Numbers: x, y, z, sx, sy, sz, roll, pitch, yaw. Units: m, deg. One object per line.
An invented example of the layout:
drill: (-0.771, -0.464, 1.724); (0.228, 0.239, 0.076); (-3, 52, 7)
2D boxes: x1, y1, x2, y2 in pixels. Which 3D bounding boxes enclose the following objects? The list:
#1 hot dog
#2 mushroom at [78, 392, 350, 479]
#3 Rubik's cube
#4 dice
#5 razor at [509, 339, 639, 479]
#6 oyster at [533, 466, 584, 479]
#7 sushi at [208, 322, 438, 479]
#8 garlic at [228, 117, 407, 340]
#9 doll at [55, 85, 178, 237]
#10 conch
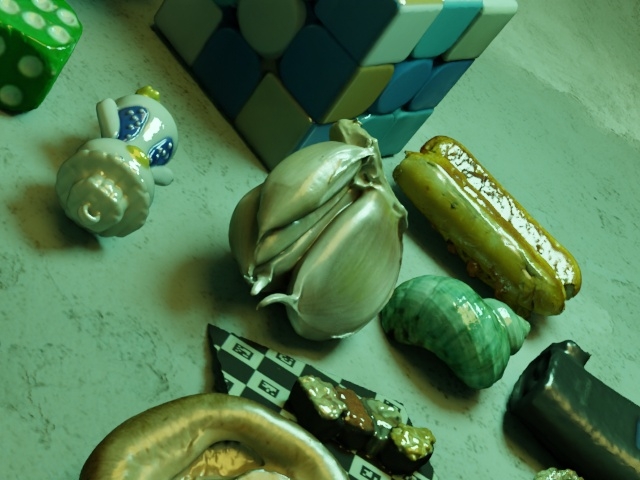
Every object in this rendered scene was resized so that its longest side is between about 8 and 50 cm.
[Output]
hot dog: (0.252, -0.014, 1.936); (0.349, 0.117, 0.158); (46, 36, 7)
mushroom: (-0.095, 0.274, 1.190); (0.278, 0.146, 0.278); (10, 58, -17)
Rubik's cube: (0.021, -0.347, 1.906); (0.344, 0.347, 0.347); (-13, 58, -51)
dice: (-0.385, -0.249, 1.582); (0.128, 0.120, 0.131); (31, 34, -13)
razor: (0.416, 0.284, 1.731); (0.327, 0.107, 0.189); (36, 32, -2)
oyster: (0.323, 0.331, 1.645); (0.081, 0.038, 0.083); (52, 33, 16)
sushi: (0.023, 0.194, 1.442); (0.290, 0.050, 0.264); (23, 20, -23)
garlic: (0.000, 0.000, 1.568); (0.210, 0.237, 0.292); (35, 67, 12)
doll: (-0.242, -0.101, 1.542); (0.138, 0.119, 0.293); (55, 26, -21)
conch: (0.190, 0.119, 1.703); (0.188, 0.122, 0.176); (30, 8, -20)
